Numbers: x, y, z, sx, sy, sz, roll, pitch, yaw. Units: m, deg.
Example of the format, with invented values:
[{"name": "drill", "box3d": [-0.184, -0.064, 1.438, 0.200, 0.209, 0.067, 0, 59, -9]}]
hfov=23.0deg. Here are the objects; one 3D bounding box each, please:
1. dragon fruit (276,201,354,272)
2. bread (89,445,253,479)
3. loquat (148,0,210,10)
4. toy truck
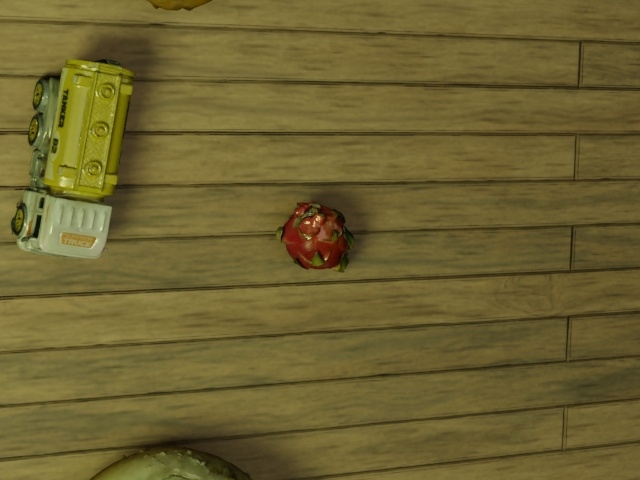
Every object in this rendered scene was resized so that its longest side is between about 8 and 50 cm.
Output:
[{"name": "dragon fruit", "box3d": [0.000, -0.001, 1.924, 0.081, 0.086, 0.116, -37, 153, 5]}, {"name": "bread", "box3d": [-0.189, 0.385, 1.826, 0.306, 0.159, 0.305, -3, 96, -24]}, {"name": "loquat", "box3d": [-0.154, -0.371, 1.748, 0.187, 0.176, 0.234, 8, 96, -45]}, {"name": "toy truck", "box3d": [-0.271, -0.090, 1.747, 0.098, 0.114, 0.226, 9, 92, -29]}]
